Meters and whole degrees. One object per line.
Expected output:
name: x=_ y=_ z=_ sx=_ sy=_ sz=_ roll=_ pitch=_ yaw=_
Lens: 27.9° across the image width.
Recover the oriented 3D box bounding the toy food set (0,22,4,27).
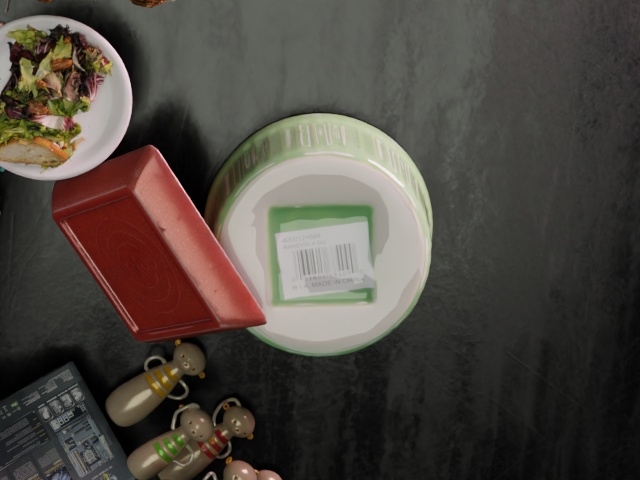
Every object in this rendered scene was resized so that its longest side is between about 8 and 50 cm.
toy food set: x=-0.446 y=-0.251 z=1.616 sx=0.122 sy=0.019 sz=0.078 roll=-4 pitch=106 yaw=-1

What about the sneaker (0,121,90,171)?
sneaker: x=-0.388 y=-0.146 z=1.623 sx=0.275 sy=0.107 sz=0.110 roll=1 pitch=130 yaw=-3

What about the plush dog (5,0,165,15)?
plush dog: x=-0.242 y=-0.345 z=1.516 sx=0.225 sy=0.262 sz=0.211 roll=11 pitch=139 yaw=4

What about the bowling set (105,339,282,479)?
bowling set: x=-0.151 y=0.296 z=1.697 sx=0.154 sy=0.200 sz=0.287 roll=-36 pitch=108 yaw=5

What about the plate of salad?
plate of salad: x=-0.324 y=-0.165 z=1.525 sx=0.199 sy=0.048 sz=0.200 roll=-3 pitch=107 yaw=-8

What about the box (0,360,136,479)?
box: x=-0.379 y=0.291 z=1.670 sx=0.232 sy=0.059 sz=0.183 roll=-32 pitch=93 yaw=-33

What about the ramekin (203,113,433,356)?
ramekin: x=0.000 y=0.000 z=1.637 sx=0.303 sy=0.148 sz=0.303 roll=-1 pitch=106 yaw=-2

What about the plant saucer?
plant saucer: x=-0.218 y=0.024 z=1.600 sx=0.048 sy=0.258 sz=0.259 roll=-43 pitch=108 yaw=-35
